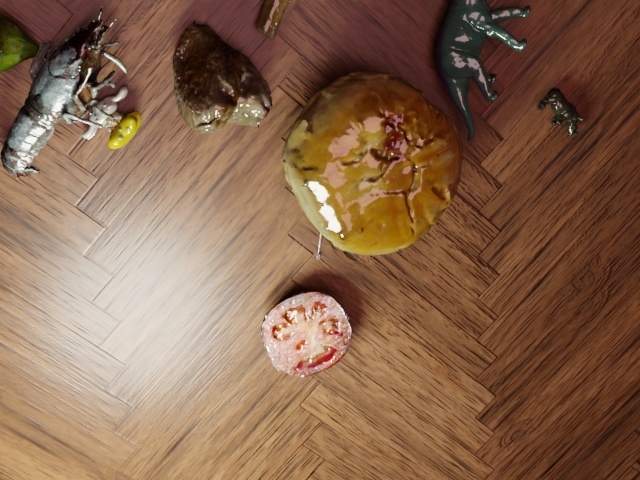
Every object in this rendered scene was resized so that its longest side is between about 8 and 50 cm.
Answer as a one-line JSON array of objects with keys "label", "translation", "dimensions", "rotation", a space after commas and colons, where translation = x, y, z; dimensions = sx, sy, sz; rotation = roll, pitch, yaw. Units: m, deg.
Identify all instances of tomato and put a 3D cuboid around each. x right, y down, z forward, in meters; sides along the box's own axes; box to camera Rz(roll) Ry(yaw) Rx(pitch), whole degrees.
[{"label": "tomato", "translation": [-0.038, 0.213, 2.089], "dimensions": [0.225, 0.085, 0.225], "rotation": [-2, 108, -7]}]

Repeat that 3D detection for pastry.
[{"label": "pastry", "translation": [0.110, -0.167, 1.887], "dimensions": [0.410, 0.245, 0.409], "rotation": [-4, 108, -12]}]

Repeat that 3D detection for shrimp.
[{"label": "shrimp", "translation": [-0.526, -0.290, 1.756], "dimensions": [0.221, 0.166, 0.410], "rotation": [44, 98, 9]}]

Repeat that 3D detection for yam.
[{"label": "yam", "translation": [-0.075, -0.543, 1.813], "dimensions": [0.057, 0.057, 0.241], "rotation": [19, 105, -17]}]

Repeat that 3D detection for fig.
[{"label": "fig", "translation": [-0.646, -0.398, 1.741], "dimensions": [0.156, 0.123, 0.123], "rotation": [-12, 119, -50]}]

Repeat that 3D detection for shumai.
[{"label": "shumai", "translation": [-0.213, -0.319, 1.842], "dimensions": [0.184, 0.218, 0.185], "rotation": [-42, 151, 10]}]

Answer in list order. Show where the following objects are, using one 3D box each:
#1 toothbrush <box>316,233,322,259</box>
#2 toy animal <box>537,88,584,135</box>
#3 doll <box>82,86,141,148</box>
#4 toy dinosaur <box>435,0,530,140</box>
[{"label": "toothbrush", "translation": [0.000, 0.000, 2.057], "dimensions": [0.006, 0.008, 0.097], "rotation": [-2, 110, -25]}, {"label": "toy animal", "translation": [0.572, -0.297, 2.036], "dimensions": [0.065, 0.047, 0.136], "rotation": [-45, 106, -1]}, {"label": "doll", "translation": [-0.440, -0.265, 1.850], "dimensions": [0.113, 0.071, 0.135], "rotation": [19, 98, 1]}, {"label": "toy dinosaur", "translation": [0.268, -0.453, 1.904], "dimensions": [0.331, 0.129, 0.383], "rotation": [22, 106, -7]}]
